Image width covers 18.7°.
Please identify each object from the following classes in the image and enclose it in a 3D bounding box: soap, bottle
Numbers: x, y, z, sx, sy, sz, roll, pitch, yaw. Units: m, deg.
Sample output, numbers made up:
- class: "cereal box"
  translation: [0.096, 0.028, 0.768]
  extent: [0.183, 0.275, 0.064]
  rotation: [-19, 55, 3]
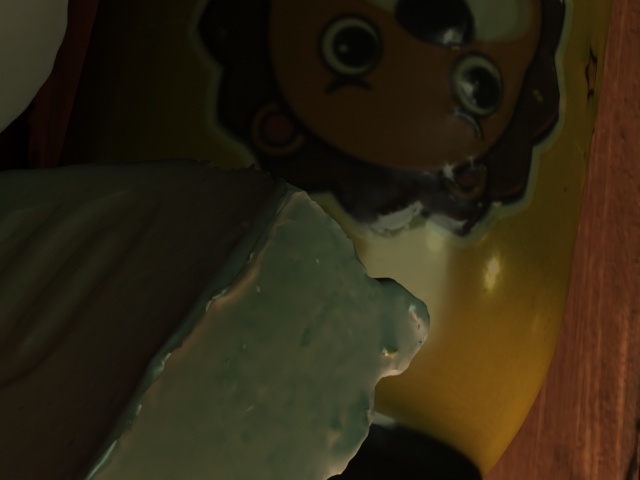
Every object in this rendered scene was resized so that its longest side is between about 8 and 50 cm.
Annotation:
- class: "soap"
  translation: [-0.082, 0.037, 0.481]
  extent: [0.063, 0.198, 0.114]
  rotation: [54, 53, -32]
- class: "bottle"
  translation: [0.000, 0.000, 0.612]
  extent: [0.171, 0.171, 0.351]
  rotation: [29, 63, -43]

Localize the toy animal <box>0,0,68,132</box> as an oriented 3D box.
- class: "toy animal"
  translation: [-0.175, -0.096, 0.501]
  extent: [0.104, 0.221, 0.131]
  rotation: [-43, 165, -16]
